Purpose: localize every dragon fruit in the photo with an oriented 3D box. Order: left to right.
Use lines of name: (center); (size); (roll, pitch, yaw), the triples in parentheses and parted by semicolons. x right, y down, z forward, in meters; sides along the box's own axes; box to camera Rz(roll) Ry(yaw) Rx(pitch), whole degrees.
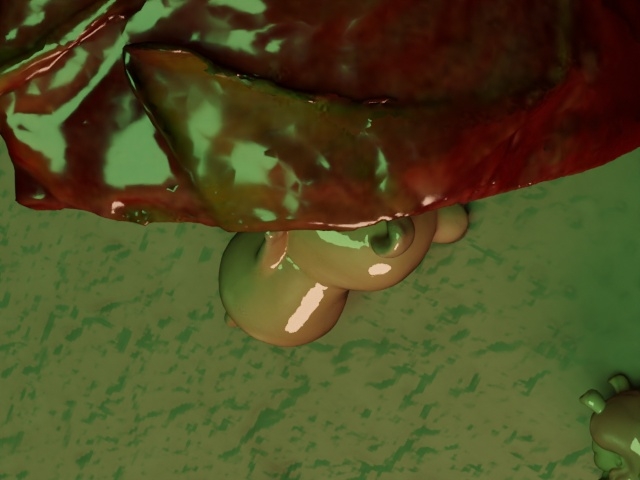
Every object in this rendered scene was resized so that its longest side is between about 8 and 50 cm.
dragon fruit: (-0.035, -0.163, 0.729); (0.240, 0.302, 0.330); (-9, 98, 57)

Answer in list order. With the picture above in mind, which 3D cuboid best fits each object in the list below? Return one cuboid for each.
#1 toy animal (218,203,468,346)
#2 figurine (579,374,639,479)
toy animal: (0.004, 0.005, 0.830); (0.089, 0.083, 0.150); (43, 134, -15)
figurine: (0.165, 0.102, 0.801); (0.098, 0.081, 0.146); (12, 116, 18)
